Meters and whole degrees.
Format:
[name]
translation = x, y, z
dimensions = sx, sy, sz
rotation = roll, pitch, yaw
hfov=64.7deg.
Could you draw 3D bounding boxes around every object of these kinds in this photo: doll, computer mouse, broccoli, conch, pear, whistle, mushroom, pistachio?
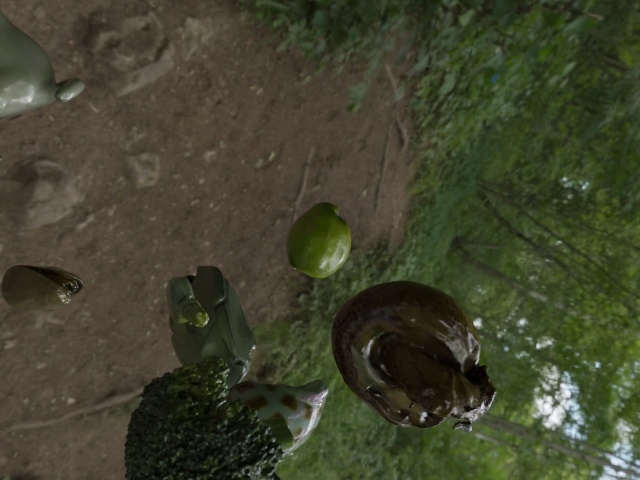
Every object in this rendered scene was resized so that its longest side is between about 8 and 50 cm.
[doll]
translation = -0.702, -0.396, 1.027
dimensions = 0.226, 0.370, 0.215
rotation = -42, -152, -8
[computer mouse]
translation = -0.350, 0.262, 1.542
dimensions = 0.145, 0.228, 0.429
rotation = 41, 21, -58
[broccoli]
translation = -0.195, 0.336, 0.894
dimensions = 0.375, 0.302, 0.249
rotation = -18, -86, 50
[conch]
translation = -0.158, 0.478, 1.338
dimensions = 0.249, 0.367, 0.197
rotation = 52, 32, -58
[pear]
translation = 0.000, 0.000, 1.473
dimensions = 0.220, 0.187, 0.187
rotation = -63, 177, -3
[whistle]
translation = -0.285, 0.140, 1.097
dimensions = 0.198, 0.057, 0.104
rotation = 16, -69, 55
[mushroom]
translation = 0.165, 0.204, 0.877
dimensions = 0.195, 0.283, 0.263
rotation = -6, 132, -55
[pistachio]
translation = -0.719, 0.118, 1.307
dimensions = 0.130, 0.206, 0.131
rotation = -76, 160, -47

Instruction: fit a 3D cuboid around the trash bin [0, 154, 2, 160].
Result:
[trash bin]
translation = -0.950, -0.223, 1.416
dimensions = 0.092, 0.061, 0.043
rotation = -34, 112, -39
